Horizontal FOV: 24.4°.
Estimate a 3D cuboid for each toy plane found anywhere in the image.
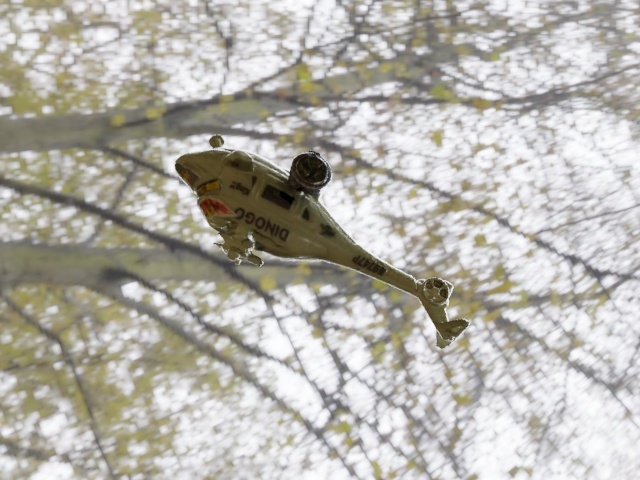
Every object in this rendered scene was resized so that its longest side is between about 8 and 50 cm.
[{"bbox_3d":[0.000,0.000,1.284,0.286,0.108,0.092,26,-33,-4],"label":"toy plane"}]
